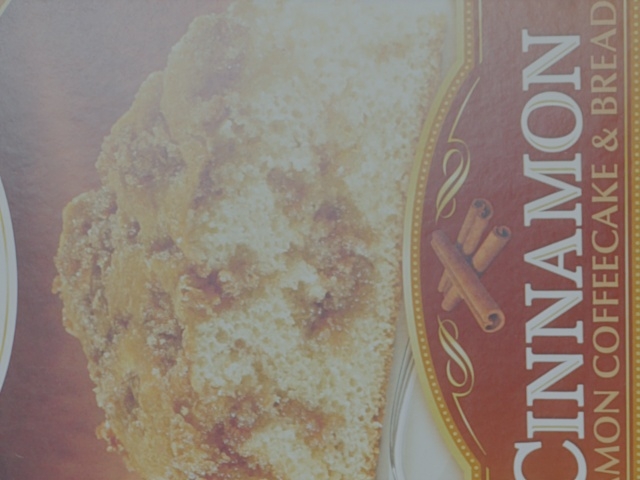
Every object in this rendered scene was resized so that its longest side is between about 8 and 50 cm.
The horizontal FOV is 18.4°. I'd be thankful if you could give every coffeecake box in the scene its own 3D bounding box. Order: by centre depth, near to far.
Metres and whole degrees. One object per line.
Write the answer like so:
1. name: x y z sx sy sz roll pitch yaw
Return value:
1. coffeecake box: 0.000 0.000 0.372 0.186 0.142 0.068 -1 -172 9
